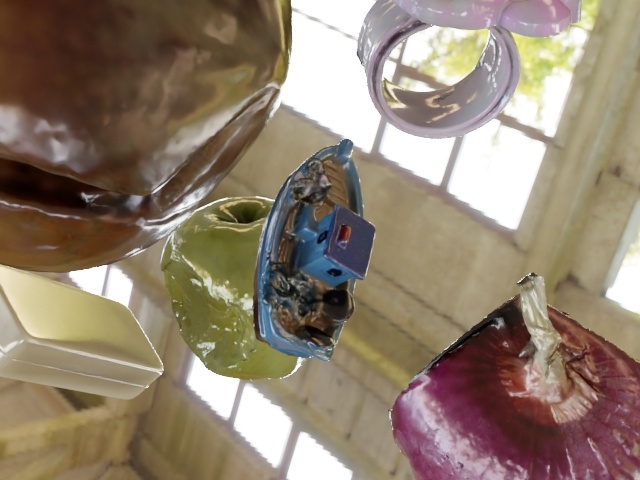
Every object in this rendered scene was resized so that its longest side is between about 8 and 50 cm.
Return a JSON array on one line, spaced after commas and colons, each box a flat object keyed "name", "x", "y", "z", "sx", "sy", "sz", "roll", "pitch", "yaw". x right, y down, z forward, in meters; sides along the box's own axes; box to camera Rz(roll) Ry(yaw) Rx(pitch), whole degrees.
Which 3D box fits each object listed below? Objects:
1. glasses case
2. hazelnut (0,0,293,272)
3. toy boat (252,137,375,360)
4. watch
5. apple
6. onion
[{"name": "glasses case", "x": -0.355, "y": 0.132, "z": 1.561, "sx": 0.144, "sy": 0.076, "sz": 0.336, "roll": 55, "pitch": -168, "yaw": 27}, {"name": "hazelnut", "x": -0.207, "y": -0.176, "z": 0.966, "sx": 0.359, "sy": 0.409, "sz": 0.359, "roll": 9, "pitch": 165, "yaw": 2}, {"name": "toy boat", "x": 0.000, "y": 0.000, "z": 1.008, "sx": 0.100, "sy": 0.097, "sz": 0.223, "roll": 30, "pitch": -126, "yaw": -28}, {"name": "watch", "x": 0.172, "y": -0.250, "z": 1.417, "sx": 0.248, "sy": 0.217, "sz": 0.211, "roll": 3, "pitch": -142, "yaw": -10}, {"name": "apple", "x": -0.105, "y": 0.063, "z": 1.665, "sx": 0.279, "sy": 0.279, "sz": 0.279, "roll": 14, "pitch": -158, "yaw": -6}, {"name": "onion", "x": 0.219, "y": 0.195, "z": 1.135, "sx": 0.230, "sy": 0.256, "sz": 0.272, "roll": 51, "pitch": -164, "yaw": 15}]
